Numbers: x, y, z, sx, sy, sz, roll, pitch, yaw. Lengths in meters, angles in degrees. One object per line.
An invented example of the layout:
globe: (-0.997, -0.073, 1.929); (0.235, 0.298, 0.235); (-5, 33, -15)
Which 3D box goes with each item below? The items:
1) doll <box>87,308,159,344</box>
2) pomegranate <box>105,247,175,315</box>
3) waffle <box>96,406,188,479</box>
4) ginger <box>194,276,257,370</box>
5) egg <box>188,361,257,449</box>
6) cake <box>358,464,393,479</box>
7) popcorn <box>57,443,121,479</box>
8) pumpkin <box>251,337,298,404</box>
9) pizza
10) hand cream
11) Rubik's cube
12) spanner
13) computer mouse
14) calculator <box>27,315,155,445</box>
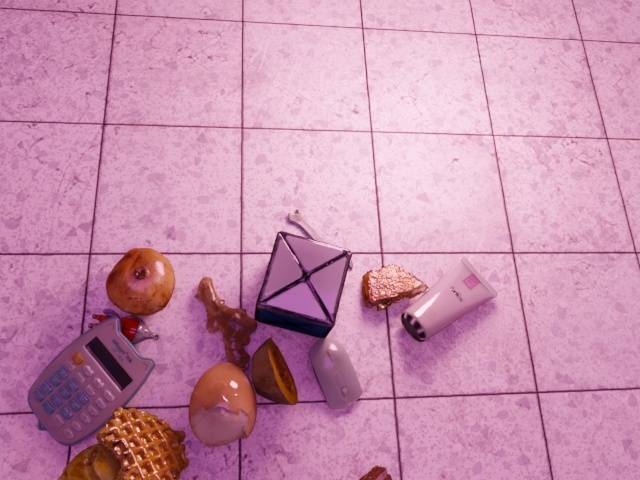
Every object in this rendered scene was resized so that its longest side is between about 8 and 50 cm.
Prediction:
doll: (-0.616, 0.279, 1.667); (0.227, 0.075, 0.102); (12, 70, 1)
pomegranate: (-0.563, 0.128, 1.658); (0.215, 0.215, 0.215); (2, 70, -7)
waffle: (-0.494, 0.592, 1.485); (0.291, 0.291, 0.051); (46, 109, 9)
ginger: (-0.305, 0.259, 1.719); (0.148, 0.081, 0.334); (-37, 78, -2)
egg: (-0.288, 0.484, 1.574); (0.201, 0.201, 0.244); (1, 58, -7)
cake: (0.106, 0.804, 1.582); (0.295, 0.113, 0.116); (-32, 83, -29)
popcorn: (-0.618, 0.671, 1.475); (0.221, 0.184, 0.204); (-26, 45, -13)
pumpkin: (-0.156, 0.414, 1.625); (0.110, 0.217, 0.217); (-22, 73, 10)
pizza: (0.245, 0.158, 1.831); (0.226, 0.069, 0.147); (-19, 61, -8)
hand cream: (0.436, 0.208, 1.820); (0.358, 0.118, 0.185); (-33, 70, -23)
Rubik's cube: (-0.056, 0.147, 1.694); (0.259, 0.260, 0.255); (16, 70, -5)
spanner: (0.000, 0.000, 1.880); (0.071, 0.017, 0.302); (-41, 81, -19)
computer mouse: (0.046, 0.426, 1.706); (0.128, 0.079, 0.231); (-25, 79, -13)
calculator: (-0.692, 0.428, 1.585); (0.386, 0.054, 0.256); (-43, 82, -6)
